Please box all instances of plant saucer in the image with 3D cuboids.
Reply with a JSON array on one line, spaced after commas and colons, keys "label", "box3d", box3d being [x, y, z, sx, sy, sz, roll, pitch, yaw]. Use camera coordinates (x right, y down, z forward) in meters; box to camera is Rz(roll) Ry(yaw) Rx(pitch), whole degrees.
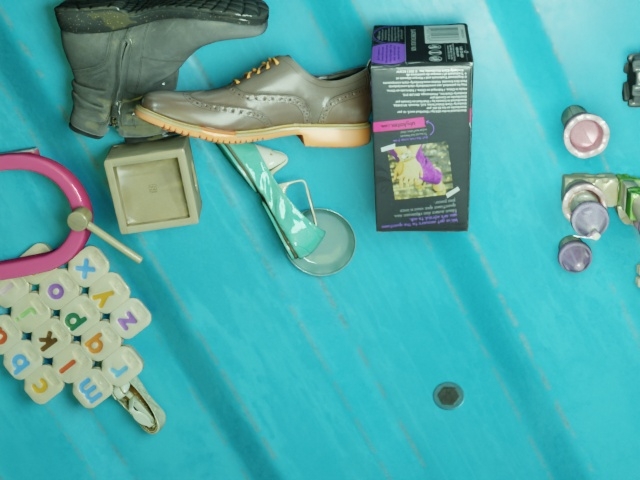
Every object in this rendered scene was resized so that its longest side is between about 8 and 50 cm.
[{"label": "plant saucer", "box3d": [0.000, 0.000, 1.662, 0.119, 0.021, 0.119, 2, 111, 4]}]

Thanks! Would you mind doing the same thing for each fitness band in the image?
[{"label": "fitness band", "box3d": [-0.520, -0.040, 1.670, 0.291, 0.054, 0.209, -10, 103, 11]}]

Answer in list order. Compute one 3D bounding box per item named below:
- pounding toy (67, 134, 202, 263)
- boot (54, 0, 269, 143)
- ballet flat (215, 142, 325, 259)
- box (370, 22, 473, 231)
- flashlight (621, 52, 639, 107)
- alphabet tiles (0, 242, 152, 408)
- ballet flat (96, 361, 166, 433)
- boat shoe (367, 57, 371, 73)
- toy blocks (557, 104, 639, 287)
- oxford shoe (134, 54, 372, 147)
[{"label": "pounding toy", "box3d": [-0.300, -0.062, 1.624, 0.206, 0.094, 0.181, -8, 113, 2]}, {"label": "boot", "box3d": [-0.234, -0.266, 1.553, 0.338, 0.118, 0.222, 2, 118, 12]}, {"label": "ballet flat", "box3d": [-0.073, -0.089, 1.605, 0.087, 0.083, 0.247, -33, 93, -5]}, {"label": "box", "box3d": [0.149, -0.165, 1.484, 0.143, 0.165, 0.270, 0, 123, 5]}, {"label": "flashlight", "box3d": [0.605, -0.247, 1.467, 0.304, 0.103, 0.103, -2, 112, 5]}, {"label": "alphabet tiles", "box3d": [-0.438, 0.147, 1.739, 0.278, 0.021, 0.284, -38, 94, 14]}, {"label": "ballet flat", "box3d": [-0.336, 0.275, 1.782, 0.057, 0.052, 0.168, -39, 102, 18]}, {"label": "boat shoe", "box3d": [0.131, -0.278, 1.535, 0.125, 0.038, 0.046, -14, 109, 10]}, {"label": "toy blocks", "box3d": [0.496, -0.030, 1.475, 0.289, 0.260, 0.308, 1, 111, 5]}, {"label": "oxford shoe", "box3d": [-0.096, -0.217, 1.511, 0.364, 0.130, 0.132, -1, 108, -20]}]
